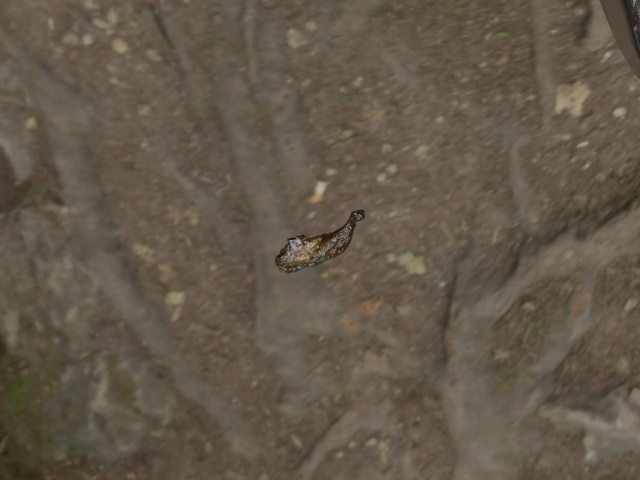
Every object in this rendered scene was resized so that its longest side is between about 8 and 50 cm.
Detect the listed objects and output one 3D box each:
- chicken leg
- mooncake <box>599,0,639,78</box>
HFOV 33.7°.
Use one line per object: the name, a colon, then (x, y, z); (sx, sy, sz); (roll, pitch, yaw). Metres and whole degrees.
chicken leg: (0.003, 0.003, 1.355); (0.145, 0.037, 0.062); (-24, 137, 21)
mooncake: (0.337, -0.305, 1.050); (0.141, 0.283, 0.283); (-20, 95, 10)
